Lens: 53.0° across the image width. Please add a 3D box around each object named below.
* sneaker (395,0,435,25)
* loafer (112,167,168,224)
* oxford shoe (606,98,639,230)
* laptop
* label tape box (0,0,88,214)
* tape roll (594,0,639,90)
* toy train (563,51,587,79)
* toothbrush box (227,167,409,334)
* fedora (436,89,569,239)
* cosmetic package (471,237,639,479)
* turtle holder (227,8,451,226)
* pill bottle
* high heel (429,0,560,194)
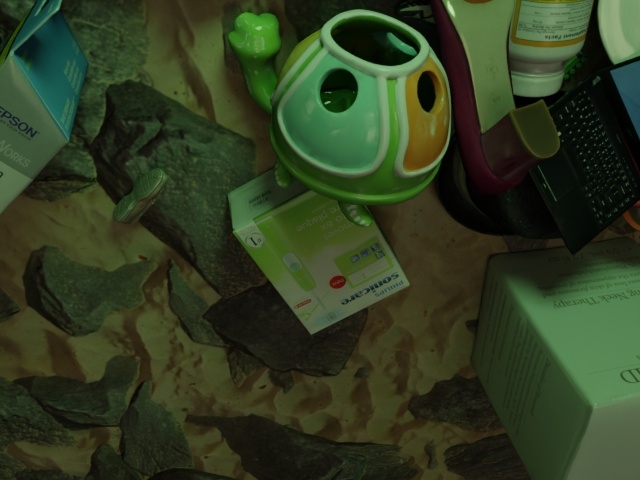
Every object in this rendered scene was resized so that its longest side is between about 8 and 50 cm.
[{"bbox_3d":[0.164,-0.338,0.955,0.109,0.040,0.043,-7,129,-9],"label":"sneaker"},{"bbox_3d":[-0.286,-0.070,1.044,0.125,0.045,0.039,-38,143,22],"label":"loafer"},{"bbox_3d":[0.563,-0.204,1.118,0.130,0.133,0.363,0,113,20],"label":"oxford shoe"},{"bbox_3d":[0.463,-0.129,0.949,0.264,0.136,0.234,-38,111,-6],"label":"laptop"},{"bbox_3d":[-0.382,-0.170,0.810,0.348,0.249,0.115,-39,125,15],"label":"label tape box"},{"bbox_3d":[0.548,-0.350,0.924,0.286,0.100,0.286,8,118,16],"label":"tape roll"},{"bbox_3d":[0.408,-0.283,1.071,0.024,0.017,0.083,37,111,-22],"label":"toy train"},{"bbox_3d":[0.000,0.000,1.113,0.206,0.122,0.283,-27,129,7],"label":"toothbrush box"},{"bbox_3d":[0.372,-0.096,1.108,0.334,0.152,0.334,-7,130,-9],"label":"fedora"},{"bbox_3d":[0.536,0.249,1.257,0.329,0.393,0.327,-8,127,-10],"label":"cosmetic package"},{"bbox_3d":[0.040,-0.206,0.900,0.243,0.320,0.227,-21,148,-21],"label":"turtle holder"},{"bbox_3d":[0.322,-0.342,0.930,0.136,0.136,0.245,-7,127,-9],"label":"pill bottle"},{"bbox_3d":[0.203,-0.251,0.920,0.127,0.377,0.181,-11,170,-19],"label":"high heel"}]
